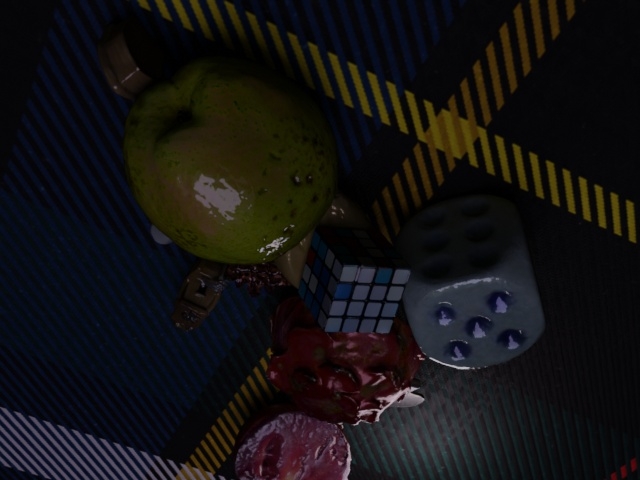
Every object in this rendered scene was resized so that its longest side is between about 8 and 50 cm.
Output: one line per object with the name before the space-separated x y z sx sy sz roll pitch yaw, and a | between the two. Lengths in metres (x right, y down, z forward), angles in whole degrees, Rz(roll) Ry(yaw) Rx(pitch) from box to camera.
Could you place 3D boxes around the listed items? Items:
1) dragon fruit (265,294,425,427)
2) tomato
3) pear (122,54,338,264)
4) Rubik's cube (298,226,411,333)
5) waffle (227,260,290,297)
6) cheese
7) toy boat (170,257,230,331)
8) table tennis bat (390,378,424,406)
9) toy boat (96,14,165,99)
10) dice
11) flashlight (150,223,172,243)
dragon fruit | 0.039 0.284 1.771 0.386 0.249 0.371 4 151 27
tomato | -0.069 0.554 2.119 0.334 0.176 0.290 23 107 -16
pear | -0.168 -0.143 1.386 0.390 0.391 0.391 1 131 2
Rubik's cube | 0.064 0.079 1.538 0.155 0.151 0.154 3 117 -25
waffle | -0.147 0.027 1.718 0.221 0.055 0.234 -34 116 30
cheese | 0.000 0.000 1.626 0.214 0.117 0.226 -40 125 -1
toy boat | -0.277 0.132 1.747 0.089 0.122 0.321 25 146 -10
table tennis bat | 0.187 0.388 1.972 0.173 0.023 0.301 10 157 -8
toy boat | -0.330 -0.317 1.368 0.061 0.188 0.116 -28 124 14
dice | 0.311 0.082 1.624 0.264 0.268 0.263 -13 128 15
flashlight | -0.286 -0.052 1.674 0.200 0.047 0.093 -29 89 30
